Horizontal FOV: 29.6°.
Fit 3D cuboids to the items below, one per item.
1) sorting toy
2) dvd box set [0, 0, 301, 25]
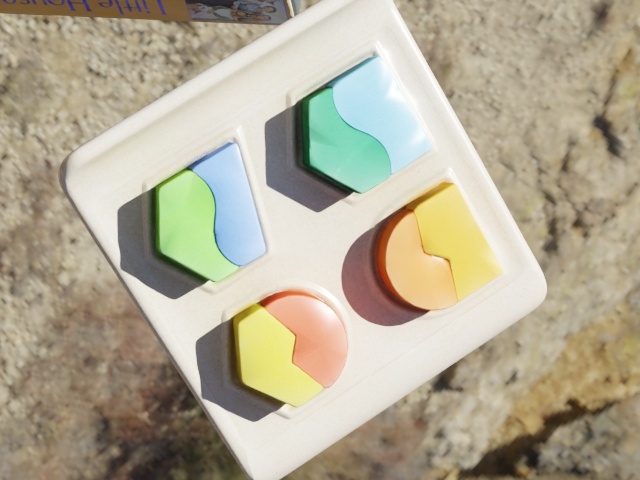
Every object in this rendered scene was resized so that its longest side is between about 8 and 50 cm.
[{"bbox_3d":[0.000,0.000,0.617,0.193,0.038,0.208,-33,107,-8],"label":"sorting toy"},{"bbox_3d":[-0.203,-0.328,1.030,0.062,0.420,0.307,74,22,-62],"label":"dvd box set"}]
